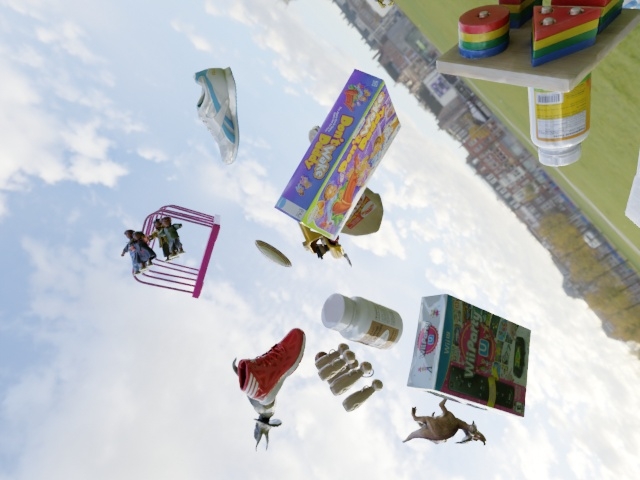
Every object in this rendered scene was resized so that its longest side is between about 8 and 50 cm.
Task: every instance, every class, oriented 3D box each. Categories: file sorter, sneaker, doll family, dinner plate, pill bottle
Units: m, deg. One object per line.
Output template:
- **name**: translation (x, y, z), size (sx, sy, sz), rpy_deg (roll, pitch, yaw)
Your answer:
- **file sorter**: translation (-0.401, 0.012, 1.155), size (0.182, 0.202, 0.291), rpy_deg (16, -176, -16)
- **sneaker**: translation (-0.243, -0.289, 0.959), size (0.092, 0.228, 0.087), rpy_deg (-10, -145, -16)
- **doll family**: translation (-0.392, 0.005, 0.939), size (0.076, 0.193, 0.111), rpy_deg (4, -116, -83)
- **dinner plate**: translation (-0.150, 0.045, 1.267), size (0.141, 0.017, 0.141), rpy_deg (34, -170, -7)
- **pill bottle**: translation (0.620, -0.325, 1.054), size (0.136, 0.136, 0.245), rpy_deg (-87, -22, -54)
- **sneaker**: translation (-0.132, 0.316, 1.076), size (0.128, 0.087, 0.221), rpy_deg (41, -112, -36)
- **pill bottle**: translation (0.120, 0.234, 1.181), size (0.229, 0.131, 0.131), rpy_deg (25, -145, -32)

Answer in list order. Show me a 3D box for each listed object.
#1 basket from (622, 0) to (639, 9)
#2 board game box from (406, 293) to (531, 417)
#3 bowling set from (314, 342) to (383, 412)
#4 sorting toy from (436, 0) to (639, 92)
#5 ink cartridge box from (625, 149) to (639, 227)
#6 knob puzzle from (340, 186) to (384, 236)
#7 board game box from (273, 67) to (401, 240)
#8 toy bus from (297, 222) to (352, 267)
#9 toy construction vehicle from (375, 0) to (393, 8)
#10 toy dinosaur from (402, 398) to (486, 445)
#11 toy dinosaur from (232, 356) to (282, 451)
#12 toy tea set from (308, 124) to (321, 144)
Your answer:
- **basket**: translation (0.684, -0.665, 0.928), size (0.289, 0.201, 0.255), rpy_deg (50, -126, -4)
- **board game box**: translation (0.371, 0.285, 0.992), size (0.303, 0.097, 0.224), rpy_deg (23, -111, -22)
- **bowling set**: translation (0.071, 0.402, 1.328), size (0.200, 0.154, 0.287), rpy_deg (50, 170, 48)
- **sorting toy**: translation (0.391, -0.394, 0.742), size (0.257, 0.255, 0.089), rpy_deg (32, 155, 40)
- **ink cartridge box**: translation (0.838, -0.078, 0.921), size (0.296, 0.066, 0.261), rpy_deg (-98, -12, -50)
- **knob puzzle**: translation (0.132, -0.091, 1.388), size (0.213, 0.213, 0.030), rpy_deg (62, -177, 25)
- **board game box**: translation (0.054, -0.183, 0.964), size (0.078, 0.347, 0.233), rpy_deg (31, -177, 22)
- **toy bus**: translation (-0.003, -0.007, 1.179), size (0.202, 0.104, 0.190), rpy_deg (-114, 0, -77)
- **toy construction vehicle**: translation (0.159, -0.694, 1.131), size (0.098, 0.035, 0.086), rpy_deg (46, -145, -5)
- **toy dinosaur**: translation (0.453, 0.693, 1.485), size (0.296, 0.127, 0.200), rpy_deg (-14, -149, -19)
- **toy dinosaur**: translation (-0.174, 0.455, 1.200), size (0.121, 0.313, 0.160), rpy_deg (-16, -146, -18)
- **toy tea set**: translation (0.104, -0.381, 1.531), size (0.124, 0.336, 0.200), rpy_deg (-34, -74, -30)
